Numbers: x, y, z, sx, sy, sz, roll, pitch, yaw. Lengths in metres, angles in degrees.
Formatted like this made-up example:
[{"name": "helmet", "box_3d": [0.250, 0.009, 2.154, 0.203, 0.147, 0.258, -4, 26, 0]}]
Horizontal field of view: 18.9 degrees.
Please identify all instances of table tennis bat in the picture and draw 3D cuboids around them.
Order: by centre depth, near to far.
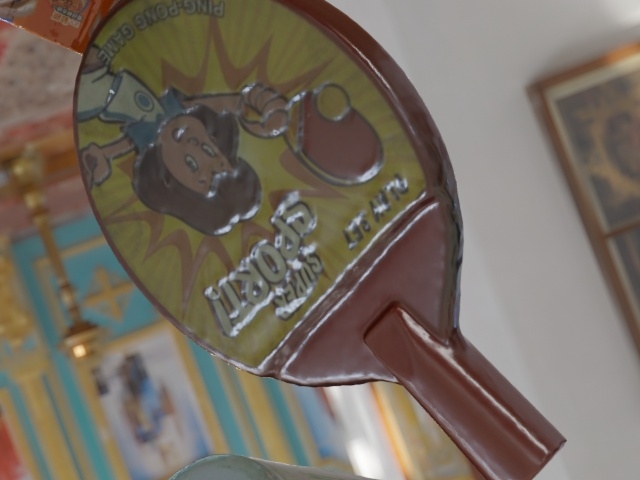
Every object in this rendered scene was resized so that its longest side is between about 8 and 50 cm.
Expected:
[{"name": "table tennis bat", "box_3d": [0.000, 0.000, 0.944, 0.200, 0.310, 0.038, -49, 170, 36]}]

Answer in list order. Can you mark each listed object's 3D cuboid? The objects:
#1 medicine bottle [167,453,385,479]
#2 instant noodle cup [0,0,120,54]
[{"name": "medicine bottle", "box_3d": [0.040, 0.273, 1.197, 0.290, 0.245, 0.245, 16, 157, -33]}, {"name": "instant noodle cup", "box_3d": [-0.185, -0.255, 1.464, 0.192, 0.250, 0.250, -64, 171, 8]}]
